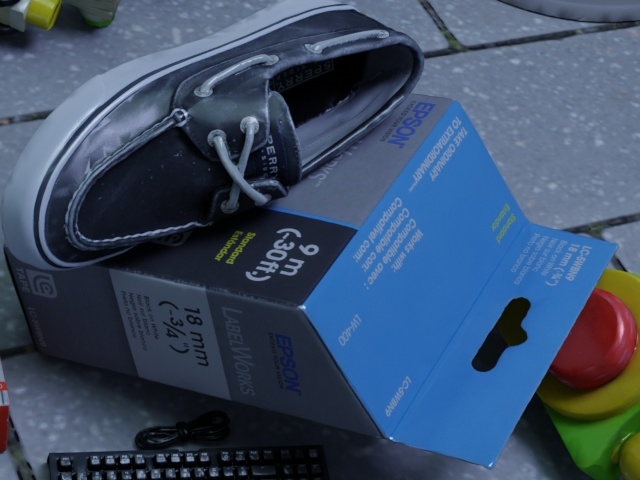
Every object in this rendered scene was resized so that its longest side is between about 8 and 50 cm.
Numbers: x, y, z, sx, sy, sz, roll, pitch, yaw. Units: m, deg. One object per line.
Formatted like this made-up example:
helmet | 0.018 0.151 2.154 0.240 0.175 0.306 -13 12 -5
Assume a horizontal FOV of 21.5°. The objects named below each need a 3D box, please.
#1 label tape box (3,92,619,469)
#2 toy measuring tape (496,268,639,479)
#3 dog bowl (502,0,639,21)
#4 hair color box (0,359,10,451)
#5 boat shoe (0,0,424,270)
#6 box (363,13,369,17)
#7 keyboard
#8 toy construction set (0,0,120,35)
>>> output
label tape box | 0.000 0.000 1.119 0.333 0.106 0.240 11 41 26
toy measuring tape | 0.180 0.035 1.196 0.121 0.121 0.330 -8 49 -22
dog bowl | 0.231 -0.357 1.617 0.349 0.102 0.349 7 45 -7
hair color box | -0.262 0.062 1.097 0.093 0.053 0.167 -6 47 -19
boat shoe | -0.056 -0.063 1.045 0.102 0.108 0.301 24 41 39
box | -0.008 -0.147 1.394 0.136 0.028 0.081 -11 50 -22
keyboard | -0.083 0.152 1.079 0.180 0.023 0.108 1 46 -16
toy construction set | -0.262 -0.279 1.367 0.327 0.151 0.215 18 68 13
